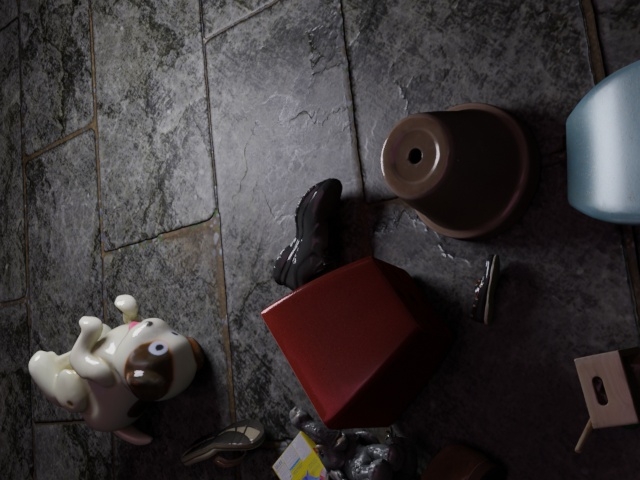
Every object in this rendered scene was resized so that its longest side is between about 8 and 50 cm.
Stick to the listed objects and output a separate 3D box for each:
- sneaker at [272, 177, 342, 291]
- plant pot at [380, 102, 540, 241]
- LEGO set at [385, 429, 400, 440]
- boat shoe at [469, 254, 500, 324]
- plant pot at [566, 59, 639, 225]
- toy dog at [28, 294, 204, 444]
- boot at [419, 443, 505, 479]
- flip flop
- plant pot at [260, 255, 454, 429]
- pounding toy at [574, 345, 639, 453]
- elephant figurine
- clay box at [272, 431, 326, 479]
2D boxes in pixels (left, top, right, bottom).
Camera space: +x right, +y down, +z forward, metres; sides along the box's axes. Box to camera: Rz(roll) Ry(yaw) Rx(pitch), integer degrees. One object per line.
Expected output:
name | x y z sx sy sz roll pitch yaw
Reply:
sneaker | 0.000 0.000 1.535 0.130 0.109 0.286 35 118 30
plant pot | 0.228 -0.135 1.260 0.263 0.229 0.263 -4 84 41
LEGO set | 0.158 0.421 1.410 0.054 0.023 0.083 -14 93 51
boat shoe | 0.305 0.089 1.292 0.042 0.049 0.133 13 100 32
plant pot | 0.509 -0.130 1.024 0.252 0.248 0.247 -5 84 56
toy dog | -0.502 0.345 1.809 0.408 0.284 0.395 -26 83 36
boot | 0.211 0.517 1.279 0.305 0.112 0.115 -55 40 -5
flip flop | -0.229 0.507 1.683 0.277 0.112 0.080 -28 95 33
plant pot | 0.096 0.183 1.344 0.236 0.267 0.267 -42 61 15
pounding toy | 0.455 0.250 1.100 0.100 0.130 0.141 -21 73 37
elephant figurine | 0.067 0.438 1.386 0.239 0.169 0.186 8 94 43
clay box | -0.001 0.538 1.511 0.222 0.053 0.127 49 116 30
